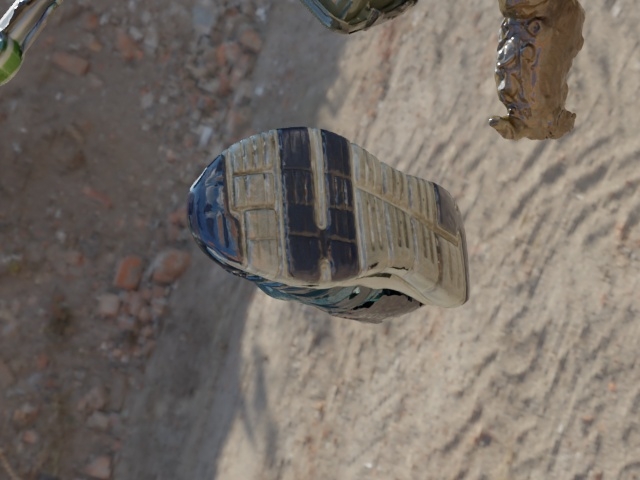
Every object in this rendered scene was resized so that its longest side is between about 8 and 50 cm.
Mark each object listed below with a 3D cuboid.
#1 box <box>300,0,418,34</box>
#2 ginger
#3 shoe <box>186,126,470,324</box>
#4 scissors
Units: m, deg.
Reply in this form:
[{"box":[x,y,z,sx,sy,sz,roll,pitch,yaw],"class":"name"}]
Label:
[{"box":[0.010,-0.239,0.719,0.093,0.172,0.124,-47,-8,39],"class":"box"},{"box":[0.215,-0.236,0.985,0.084,0.122,0.290,29,124,58],"class":"ginger"},{"box":[0.000,0.000,0.417,0.071,0.143,0.064,-22,65,37],"class":"shoe"},{"box":[-0.267,-0.146,0.842,0.101,0.027,0.204,31,83,40],"class":"scissors"}]
